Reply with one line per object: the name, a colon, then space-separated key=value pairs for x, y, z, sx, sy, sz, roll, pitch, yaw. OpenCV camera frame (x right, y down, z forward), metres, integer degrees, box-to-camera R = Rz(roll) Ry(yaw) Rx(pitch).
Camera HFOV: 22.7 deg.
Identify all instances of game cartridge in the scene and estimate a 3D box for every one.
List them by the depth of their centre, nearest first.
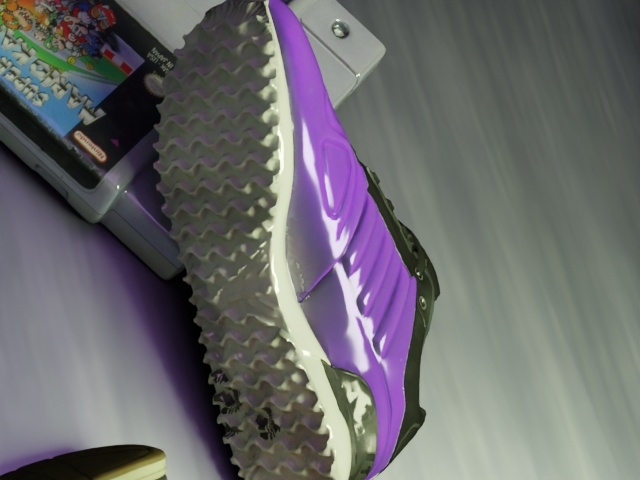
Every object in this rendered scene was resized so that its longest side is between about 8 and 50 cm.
game cartridge: x=-0.152 y=-0.167 z=0.984 sx=0.355 sy=0.068 sz=0.230 roll=43 pitch=52 yaw=-3

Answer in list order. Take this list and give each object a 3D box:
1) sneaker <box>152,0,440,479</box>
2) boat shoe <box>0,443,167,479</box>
sneaker: x=-0.001 y=0.000 z=0.927 sx=0.146 sy=0.102 sz=0.293 roll=-17 pitch=101 yaw=-45
boat shoe: x=-0.173 y=0.170 z=0.814 sx=0.224 sy=0.080 sz=0.073 roll=-21 pitch=100 yaw=-34
